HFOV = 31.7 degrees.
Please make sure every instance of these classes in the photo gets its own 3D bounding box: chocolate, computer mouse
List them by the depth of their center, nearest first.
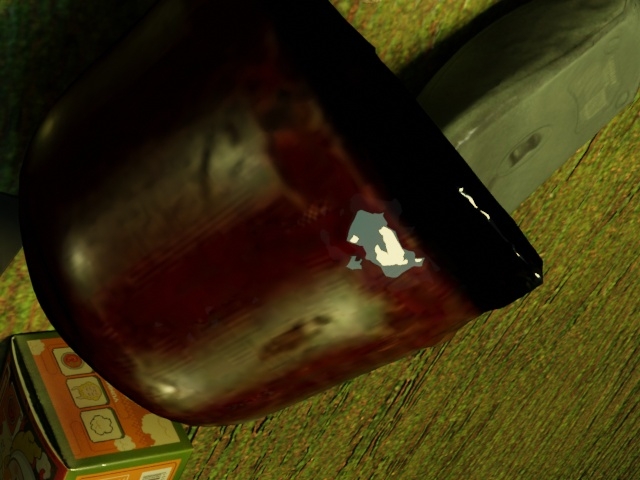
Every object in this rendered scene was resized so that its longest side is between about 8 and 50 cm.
[{"bbox_3d":[-0.057,-0.014,0.893,0.331,0.384,0.383,-41,144,8],"label":"chocolate"},{"bbox_3d":[0.196,-0.140,1.152,0.371,0.122,0.188,-38,148,-6],"label":"computer mouse"}]

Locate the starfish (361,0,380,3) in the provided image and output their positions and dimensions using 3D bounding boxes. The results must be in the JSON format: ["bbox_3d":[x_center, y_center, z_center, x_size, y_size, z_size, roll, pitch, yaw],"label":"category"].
[{"bbox_3d":[0.083,-0.298,0.943,0.227,0.043,0.240,-3,138,-33],"label":"starfish"}]

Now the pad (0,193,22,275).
[{"bbox_3d":[-0.342,0.025,1.020,0.116,0.004,0.193,18,121,-46],"label":"pad"}]

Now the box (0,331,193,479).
[{"bbox_3d":[-0.255,0.220,1.168,0.148,0.177,0.195,-4,135,-36],"label":"box"}]
